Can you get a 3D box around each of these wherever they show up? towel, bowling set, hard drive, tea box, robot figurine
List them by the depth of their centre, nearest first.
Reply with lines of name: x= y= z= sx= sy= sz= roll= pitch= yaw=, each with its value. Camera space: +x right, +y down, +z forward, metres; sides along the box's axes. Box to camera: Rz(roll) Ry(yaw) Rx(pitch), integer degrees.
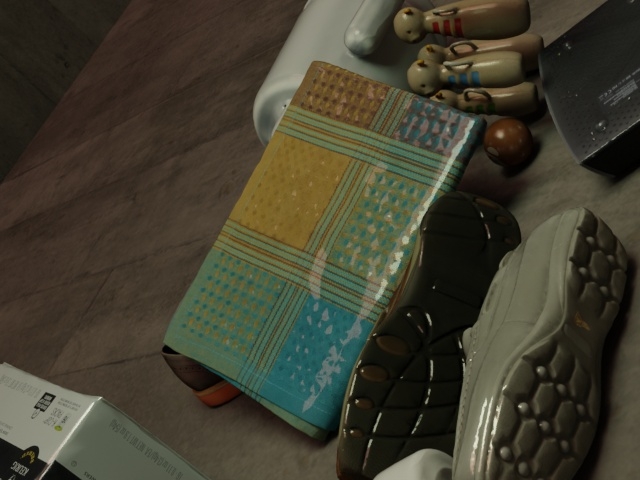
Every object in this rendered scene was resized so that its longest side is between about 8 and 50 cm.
hard drive: x=0.314 y=-0.170 z=1.272 sx=0.172 sy=0.054 sz=0.255 roll=-37 pitch=26 yaw=21
tea box: x=-0.310 y=0.333 z=1.324 sx=0.324 sy=0.220 sz=0.329 roll=-56 pitch=26 yaw=-18
towel: x=0.000 y=0.000 z=1.349 sx=0.271 sy=0.040 sz=0.370 roll=27 pitch=88 yaw=42
bowling set: x=0.153 y=-0.181 z=1.372 sx=0.154 sy=0.287 sz=0.200 roll=-3 pitch=70 yaw=18
robot figurine: x=0.042 y=-0.203 z=1.591 sx=0.300 sy=0.199 sz=0.354 roll=116 pitch=178 yaw=-56

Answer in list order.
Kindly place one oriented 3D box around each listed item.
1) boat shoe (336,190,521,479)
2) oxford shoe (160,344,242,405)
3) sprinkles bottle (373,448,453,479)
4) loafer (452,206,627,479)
boat shoe: x=0.100 y=0.105 z=1.155 sx=0.324 sy=0.122 sz=0.120 roll=-62 pitch=-2 yaw=-35
oxford shoe: x=-0.070 y=0.092 z=1.446 sx=0.271 sy=0.098 sz=0.097 roll=-38 pitch=26 yaw=20
sprinkles bottle: x=-0.019 y=0.303 z=1.015 sx=0.355 sy=0.121 sz=0.121 roll=-36 pitch=26 yaw=24
loafer: x=0.170 y=0.104 z=1.035 sx=0.111 sy=0.112 sz=0.319 roll=-29 pitch=21 yaw=44
